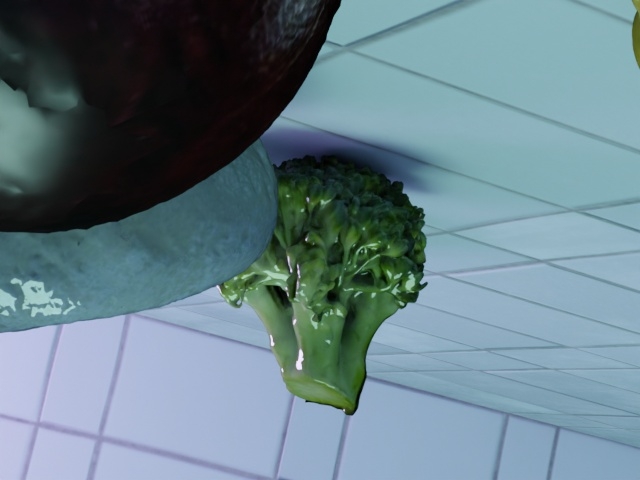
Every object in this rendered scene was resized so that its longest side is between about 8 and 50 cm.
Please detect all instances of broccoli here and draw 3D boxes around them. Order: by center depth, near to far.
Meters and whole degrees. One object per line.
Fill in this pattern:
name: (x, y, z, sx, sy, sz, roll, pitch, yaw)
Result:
broccoli: (-0.018, 0.042, 1.672, 0.247, 0.246, 0.288, 4, 167, 5)

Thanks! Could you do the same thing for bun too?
bun: (-0.207, -0.049, 1.424, 0.361, 0.211, 0.362, -10, -173, 1)

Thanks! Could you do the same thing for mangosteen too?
mangosteen: (-0.126, -0.155, 0.712, 0.297, 0.293, 0.297, 8, -159, -3)

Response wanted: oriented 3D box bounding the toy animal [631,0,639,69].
toy animal: (0.220, -0.120, 1.044, 0.083, 0.070, 0.159, 6, 163, 41)
